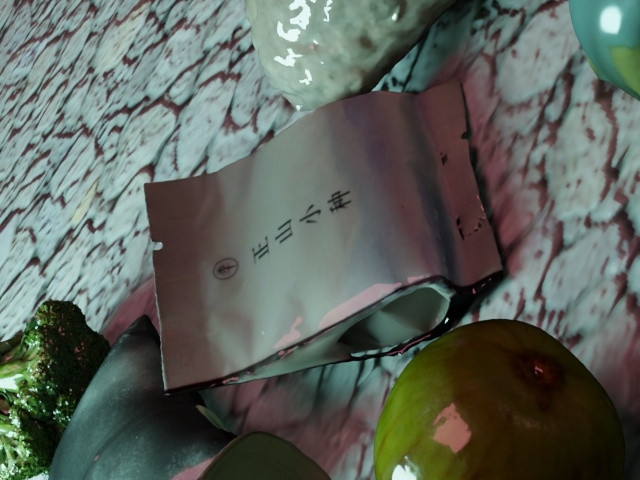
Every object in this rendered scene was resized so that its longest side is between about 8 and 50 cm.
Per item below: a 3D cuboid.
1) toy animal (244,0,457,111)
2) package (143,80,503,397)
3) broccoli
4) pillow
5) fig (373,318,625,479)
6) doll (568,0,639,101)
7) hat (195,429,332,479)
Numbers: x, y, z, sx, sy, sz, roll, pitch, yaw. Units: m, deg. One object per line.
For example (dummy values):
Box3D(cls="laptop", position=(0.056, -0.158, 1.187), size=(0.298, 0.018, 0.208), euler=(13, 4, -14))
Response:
Box3D(cls="toy animal", position=(0.053, -0.279, 1.210), size=(0.358, 0.188, 0.226), euler=(-45, 43, 22))
Box3D(cls="package", position=(0.000, 0.000, 1.162), size=(0.251, 0.062, 0.204), euler=(-19, 48, 12))
Box3D(cls="broccoli", position=(-0.233, 0.130, 1.352), size=(0.146, 0.138, 0.162), euler=(95, 177, -62))
Box3D(cls="pillow", position=(-0.133, 0.180, 1.209), size=(0.186, 0.106, 0.250), euler=(-64, 32, 9))
Box3D(cls="fig", position=(0.095, 0.143, 0.933), size=(0.142, 0.148, 0.186), euler=(32, 132, 42))
Box3D(cls="doll", position=(0.203, -0.203, 0.980), size=(0.161, 0.177, 0.260), euler=(-41, 44, 27))
Box3D(cls="hat", position=(-0.073, 0.222, 1.081), size=(0.144, 0.166, 0.173), euler=(-24, 36, 44))
